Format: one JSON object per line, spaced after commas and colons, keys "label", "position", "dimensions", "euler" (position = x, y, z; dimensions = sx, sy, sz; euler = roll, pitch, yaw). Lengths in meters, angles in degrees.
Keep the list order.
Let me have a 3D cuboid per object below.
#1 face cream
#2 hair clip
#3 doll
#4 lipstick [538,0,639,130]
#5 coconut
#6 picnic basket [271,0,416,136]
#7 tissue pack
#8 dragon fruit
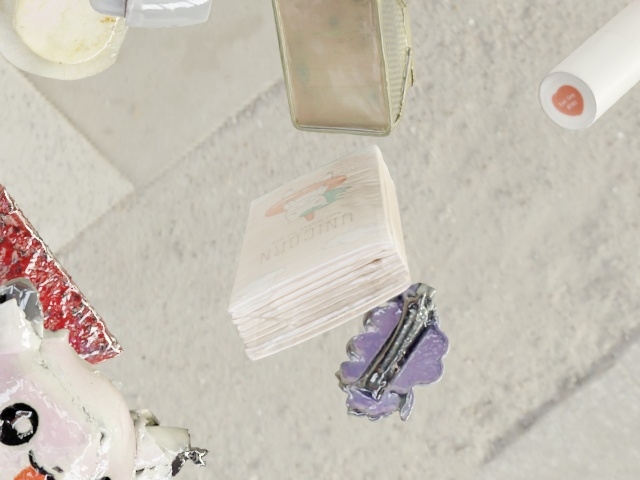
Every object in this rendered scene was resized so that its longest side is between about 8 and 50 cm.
{"label": "face cream", "position": [-0.142, -0.239, 1.019], "dimensions": [0.104, 0.117, 0.117], "euler": [8, 116, -10]}
{"label": "hair clip", "position": [0.093, 0.135, 1.446], "dimensions": [0.195, 0.124, 0.052], "euler": [-60, 155, -20]}
{"label": "doll", "position": [-0.170, 0.117, 0.595], "dimensions": [0.192, 0.095, 0.149], "euler": [-35, 116, -4]}
{"label": "lipstick", "position": [0.414, -0.260, 1.607], "dimensions": [0.327, 0.087, 0.087], "euler": [-39, 128, -36]}
{"label": "coconut", "position": [-0.379, -0.346, 1.730], "dimensions": [0.241, 0.241, 0.241], "euler": [-4, 119, -8]}
{"label": "picnic basket", "position": [0.035, -0.289, 1.701], "dimensions": [0.165, 0.139, 0.266], "euler": [5, 132, 19]}
{"label": "tissue pack", "position": [0.000, 0.000, 1.212], "dimensions": [0.170, 0.325, 0.071], "euler": [-23, 107, 9]}
{"label": "dragon fruit", "position": [-0.432, 0.056, 1.617], "dimensions": [0.152, 0.205, 0.317], "euler": [-39, 123, -12]}
